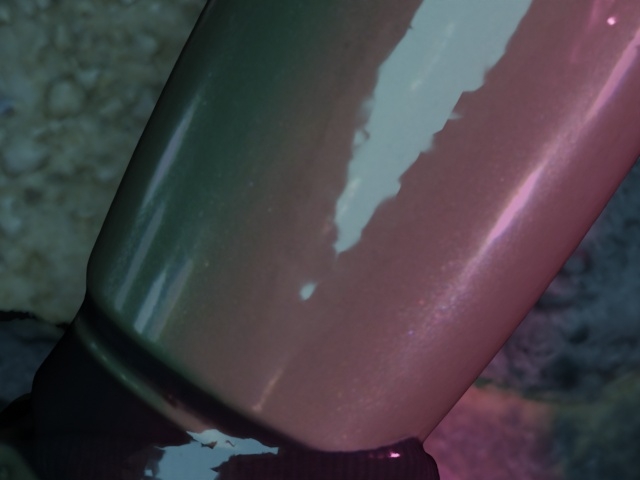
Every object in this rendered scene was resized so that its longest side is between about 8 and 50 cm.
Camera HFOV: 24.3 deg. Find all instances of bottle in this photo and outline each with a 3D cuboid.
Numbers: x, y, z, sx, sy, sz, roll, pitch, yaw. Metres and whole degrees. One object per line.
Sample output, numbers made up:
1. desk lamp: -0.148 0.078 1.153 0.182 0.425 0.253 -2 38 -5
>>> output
1. bottle: 0.001 0.002 0.558 0.168 0.168 0.347 30 97 -2
